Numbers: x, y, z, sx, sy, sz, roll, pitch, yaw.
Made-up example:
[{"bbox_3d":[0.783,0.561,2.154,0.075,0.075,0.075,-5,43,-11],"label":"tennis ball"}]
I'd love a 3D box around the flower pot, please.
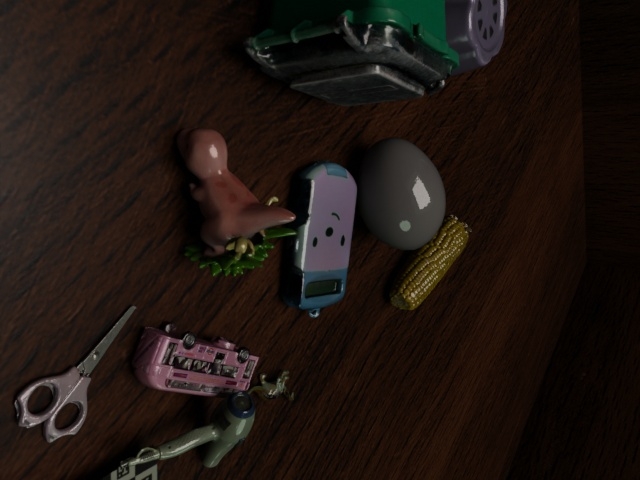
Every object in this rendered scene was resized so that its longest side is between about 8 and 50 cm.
[{"bbox_3d":[0.208,-0.417,1.044,0.265,0.243,0.265,-23,119,-50],"label":"flower pot"}]

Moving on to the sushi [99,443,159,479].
[{"bbox_3d":[-0.297,0.390,0.714,0.210,0.040,0.192,-27,118,-56],"label":"sushi"}]

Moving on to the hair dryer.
[{"bbox_3d":[-0.190,0.309,0.801,0.199,0.067,0.167,-21,145,-33],"label":"hair dryer"}]

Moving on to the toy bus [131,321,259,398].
[{"bbox_3d":[-0.180,0.180,0.808,0.203,0.063,0.090,28,78,-50],"label":"toy bus"}]

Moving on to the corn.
[{"bbox_3d":[0.265,0.051,1.352,0.305,0.106,0.106,-45,132,-32],"label":"corn"}]

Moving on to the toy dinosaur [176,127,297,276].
[{"bbox_3d":[-0.114,-0.059,0.769,0.152,0.194,0.177,-26,141,-38],"label":"toy dinosaur"}]

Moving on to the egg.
[{"bbox_3d":[0.158,-0.095,1.104,0.176,0.176,0.231,-47,123,-37],"label":"egg"}]

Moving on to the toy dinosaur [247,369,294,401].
[{"bbox_3d":[-0.084,0.257,0.976,0.180,0.037,0.058,28,71,-54],"label":"toy dinosaur"}]

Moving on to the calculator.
[{"bbox_3d":[0.000,0.000,1.018,0.173,0.051,0.293,-2,99,-55],"label":"calculator"}]

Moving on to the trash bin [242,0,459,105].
[{"bbox_3d":[0.050,-0.419,0.835,0.295,0.259,0.381,0,91,-54],"label":"trash bin"}]

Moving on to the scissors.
[{"bbox_3d":[-0.293,0.157,0.690,0.189,0.015,0.100,-59,141,-29],"label":"scissors"}]
